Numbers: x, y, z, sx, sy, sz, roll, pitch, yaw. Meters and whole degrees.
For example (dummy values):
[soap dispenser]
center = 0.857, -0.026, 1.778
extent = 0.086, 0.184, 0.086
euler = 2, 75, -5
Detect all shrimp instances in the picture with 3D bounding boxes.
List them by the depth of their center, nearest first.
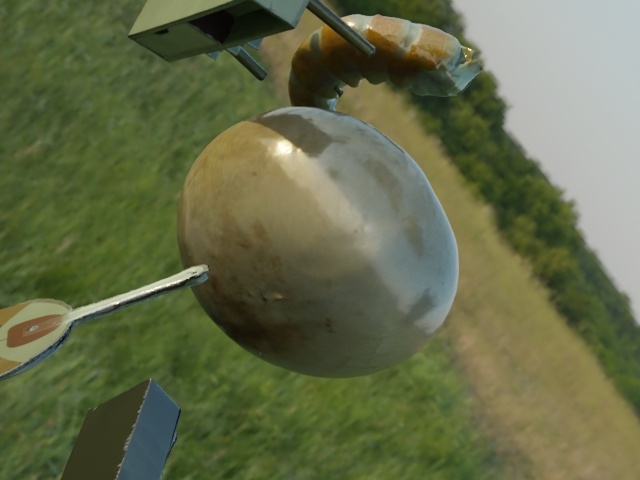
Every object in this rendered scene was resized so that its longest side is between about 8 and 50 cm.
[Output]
[shrimp]
center = 0.050, -0.119, 1.144
extent = 0.049, 0.161, 0.166
euler = -75, 176, -48

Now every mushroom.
[mushroom]
center = 0.000, 0.000, 1.020
extent = 0.226, 0.226, 0.178
euler = 51, 36, -11

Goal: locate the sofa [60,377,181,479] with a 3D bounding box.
[sofa]
center = -0.180, 0.202, 1.194
extent = 0.060, 0.085, 0.147
euler = 52, 24, -24

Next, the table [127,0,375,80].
[table]
center = -0.034, -0.187, 0.986
extent = 0.111, 0.121, 0.240
euler = 31, -11, -24

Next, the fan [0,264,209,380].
[fan]
center = -0.176, 0.055, 0.815
extent = 0.152, 0.227, 0.008
euler = -128, -161, -73
